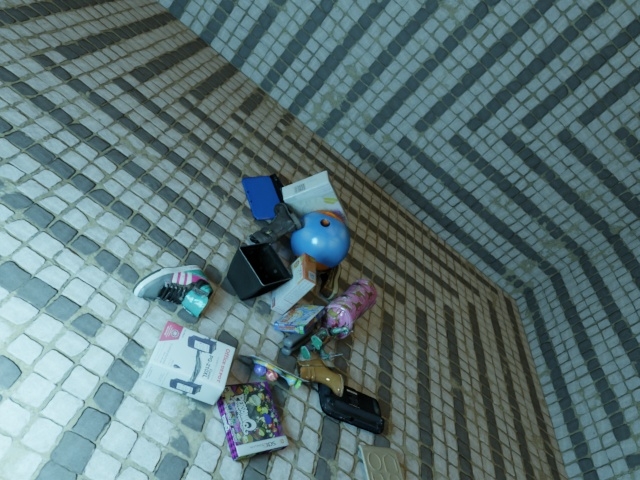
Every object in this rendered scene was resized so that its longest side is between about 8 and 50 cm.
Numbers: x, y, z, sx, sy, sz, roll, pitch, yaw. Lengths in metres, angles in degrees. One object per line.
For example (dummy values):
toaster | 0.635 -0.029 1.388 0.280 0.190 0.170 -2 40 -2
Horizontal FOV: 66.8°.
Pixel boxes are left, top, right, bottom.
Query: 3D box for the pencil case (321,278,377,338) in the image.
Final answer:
pencil case | 0.140 0.308 2.244 0.386 0.167 0.160 -32 101 -60

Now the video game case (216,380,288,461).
video game case | -0.226 0.578 1.580 0.210 0.042 0.232 12 43 -46

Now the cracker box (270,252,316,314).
cracker box | -0.113 0.180 2.017 0.067 0.232 0.155 32 33 -25

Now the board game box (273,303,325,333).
board game box | -0.083 0.319 1.997 0.201 0.136 0.035 -34 123 -60

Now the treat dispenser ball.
treat dispenser ball | 0.000 0.000 2.325 0.288 0.288 0.288 32 33 -23

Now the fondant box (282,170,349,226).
fondant box | -0.018 -0.166 2.428 0.330 0.238 0.096 60 13 -46

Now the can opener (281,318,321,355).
can opener | -0.085 0.379 1.997 0.095 0.076 0.283 21 21 25

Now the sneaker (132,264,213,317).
sneaker | -0.480 0.189 1.670 0.178 0.124 0.295 45 27 19

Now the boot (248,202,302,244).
boot | -0.229 -0.066 2.235 0.263 0.229 0.091 38 -26 53

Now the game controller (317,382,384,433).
game controller | 0.123 0.654 1.921 0.319 0.067 0.166 30 19 -25

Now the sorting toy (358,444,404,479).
sorting toy | 0.233 0.870 1.809 0.193 0.038 0.208 23 32 -34

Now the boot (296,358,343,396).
boot | -0.004 0.525 1.846 0.152 0.073 0.197 6 19 -22

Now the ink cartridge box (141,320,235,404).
ink cartridge box | -0.402 0.380 1.506 0.237 0.100 0.172 25 34 -13

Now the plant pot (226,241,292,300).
plant pot | -0.263 0.136 1.952 0.188 0.167 0.187 -11 62 -55

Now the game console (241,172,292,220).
game console | -0.251 -0.187 2.506 0.250 0.173 0.293 57 9 -57

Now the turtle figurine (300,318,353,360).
turtle figurine | 0.027 0.413 1.992 0.118 0.175 0.234 35 22 29

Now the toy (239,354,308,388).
toy | -0.174 0.472 1.720 0.237 0.137 0.056 29 65 -23

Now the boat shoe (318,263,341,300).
boat shoe | 0.041 0.172 2.365 0.095 0.095 0.257 28 34 -17
